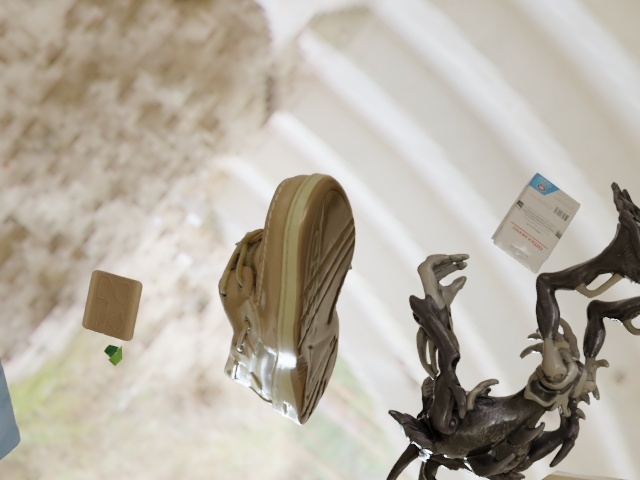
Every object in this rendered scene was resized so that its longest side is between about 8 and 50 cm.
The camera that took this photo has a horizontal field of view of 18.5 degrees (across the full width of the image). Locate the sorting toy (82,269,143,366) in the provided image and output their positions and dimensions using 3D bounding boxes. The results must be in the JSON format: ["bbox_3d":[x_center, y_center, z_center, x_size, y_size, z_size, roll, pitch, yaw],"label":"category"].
[{"bbox_3d":[-0.193,0.073,1.814,0.012,0.062,0.083,8,94,-53],"label":"sorting toy"}]

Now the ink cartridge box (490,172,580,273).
[{"bbox_3d":[0.179,-0.010,1.666,0.083,0.048,0.028,-54,-179,-28],"label":"ink cartridge box"}]

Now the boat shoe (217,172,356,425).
[{"bbox_3d":[-0.038,0.043,1.595,0.109,0.098,0.302,-59,165,-30],"label":"boat shoe"}]

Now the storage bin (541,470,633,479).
[{"bbox_3d":[0.341,0.388,2.053,0.123,0.262,0.260,7,89,-73],"label":"storage bin"}]

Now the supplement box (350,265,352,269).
[{"bbox_3d":[0.000,0.000,2.303,0.055,0.083,0.043,-21,154,29],"label":"supplement box"}]

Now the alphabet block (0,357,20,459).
[{"bbox_3d":[-0.440,0.150,1.920,0.192,0.197,0.193,-40,138,-39],"label":"alphabet block"}]

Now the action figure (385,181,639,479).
[{"bbox_3d":[0.146,0.083,1.418,0.276,0.164,0.141,-39,-139,21],"label":"action figure"}]
